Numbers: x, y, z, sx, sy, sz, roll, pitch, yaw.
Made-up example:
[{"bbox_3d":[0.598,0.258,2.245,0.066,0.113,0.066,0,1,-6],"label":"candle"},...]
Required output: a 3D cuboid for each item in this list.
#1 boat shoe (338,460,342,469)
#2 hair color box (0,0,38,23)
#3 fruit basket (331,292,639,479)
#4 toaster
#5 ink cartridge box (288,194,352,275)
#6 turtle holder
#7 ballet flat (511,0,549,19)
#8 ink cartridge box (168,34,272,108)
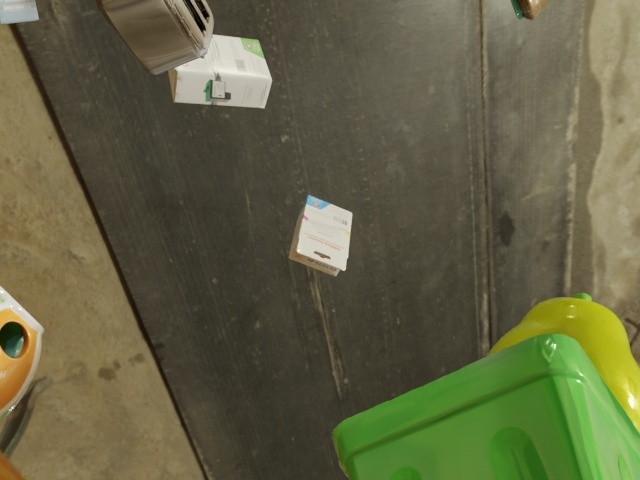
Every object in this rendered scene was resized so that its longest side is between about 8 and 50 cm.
[{"bbox_3d":[0.137,0.313,0.806,0.229,0.076,0.080,-11,109,-4],"label":"boat shoe"},{"bbox_3d":[-0.798,-0.712,1.170,0.113,0.185,0.374,-46,145,-53],"label":"hair color box"},{"bbox_3d":[0.222,0.225,0.528,0.283,0.392,0.392,-32,123,21],"label":"fruit basket"},{"bbox_3d":[-0.300,-0.425,0.943,0.147,0.129,0.227,-8,146,16],"label":"toaster"},{"bbox_3d":[0.000,0.000,1.012,0.104,0.181,0.061,22,129,-10],"label":"ink cartridge box"},{"bbox_3d":[-0.554,0.168,0.751,0.243,0.320,0.227,51,61,-17],"label":"turtle holder"},{"bbox_3d":[0.329,-0.438,0.761,0.124,0.342,0.116,-15,125,24],"label":"ballet flat"},{"bbox_3d":[-0.243,-0.401,1.195,0.220,0.160,0.092,-2,144,-23],"label":"ink cartridge box"}]
